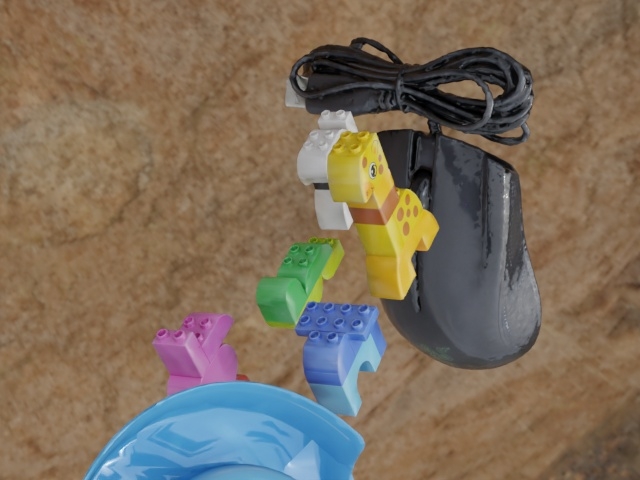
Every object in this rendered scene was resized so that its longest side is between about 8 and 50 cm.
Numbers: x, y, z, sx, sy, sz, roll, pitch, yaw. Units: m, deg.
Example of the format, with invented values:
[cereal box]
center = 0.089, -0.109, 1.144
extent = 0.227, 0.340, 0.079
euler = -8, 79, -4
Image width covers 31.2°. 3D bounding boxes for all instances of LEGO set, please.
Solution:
[LEGO set]
center = 0.000, 0.000, 0.587
extent = 0.227, 0.087, 0.093
euler = -62, 142, -40

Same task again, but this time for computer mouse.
[computer mouse]
center = 0.074, -0.004, 0.805
extent = 0.072, 0.188, 0.272
euler = -45, 130, -36

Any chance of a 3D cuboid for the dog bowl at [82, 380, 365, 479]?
[dog bowl]
center = 0.007, 0.192, 0.500
extent = 0.297, 0.074, 0.166
euler = 41, 53, -10
